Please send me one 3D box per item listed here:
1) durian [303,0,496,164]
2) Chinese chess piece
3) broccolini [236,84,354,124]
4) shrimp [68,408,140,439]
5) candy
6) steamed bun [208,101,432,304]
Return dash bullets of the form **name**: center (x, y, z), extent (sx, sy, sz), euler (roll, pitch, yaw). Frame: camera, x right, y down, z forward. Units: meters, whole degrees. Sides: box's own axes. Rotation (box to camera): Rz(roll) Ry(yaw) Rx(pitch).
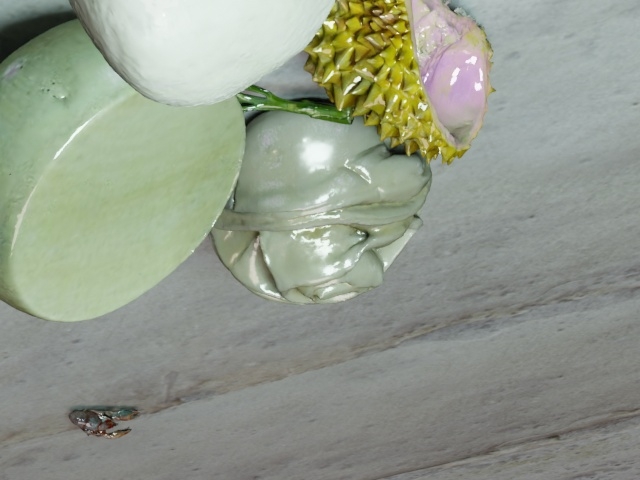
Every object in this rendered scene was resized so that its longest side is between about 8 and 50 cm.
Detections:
- **durian**: center (0.072, -0.141, 1.373), extent (0.132, 0.165, 0.182), euler (-47, -179, 4)
- **Chinese chess piece**: center (-0.175, -0.055, 1.333), extent (0.250, 0.101, 0.250), euler (-34, 147, -26)
- **broccolini**: center (-0.042, -0.110, 1.429), extent (0.140, 0.035, 0.030), euler (11, 147, 2)
- **shrimp**: center (-0.265, 0.225, 2.101), extent (0.092, 0.038, 0.029), euler (1, -165, -25)
- **candy**: center (-0.059, -0.213, 0.961), extent (0.185, 0.296, 0.295), euler (0, 157, 11)
- **steamed bun**: center (-0.004, -0.016, 1.558), extent (0.211, 0.144, 0.218), euler (10, 147, -37)
